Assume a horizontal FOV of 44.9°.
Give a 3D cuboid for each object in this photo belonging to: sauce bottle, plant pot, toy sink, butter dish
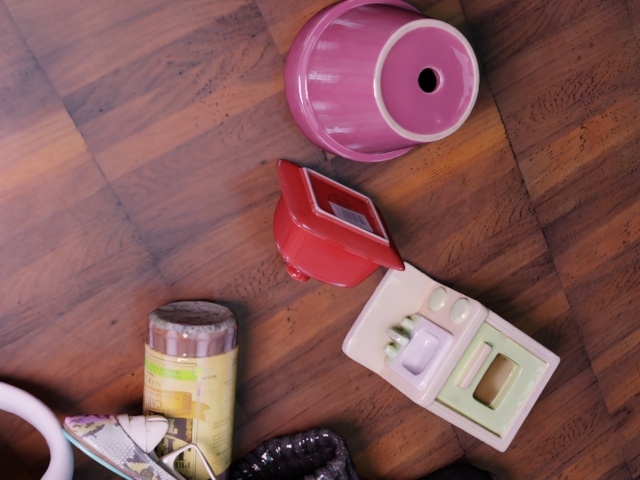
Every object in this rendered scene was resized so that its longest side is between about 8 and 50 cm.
[{"bbox_3d":[-0.158,0.250,0.927,0.112,0.111,0.344,-1,102,-22],"label":"sauce bottle"},{"bbox_3d":[0.080,-0.184,0.892,0.201,0.180,0.201,-5,103,-21],"label":"plant pot"},{"bbox_3d":[0.175,0.153,1.032,0.234,0.131,0.152,34,87,-24],"label":"toy sink"},{"bbox_3d":[0.000,0.000,0.935,0.160,0.160,0.118,24,115,-25],"label":"butter dish"}]

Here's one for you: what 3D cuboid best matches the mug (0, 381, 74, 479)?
[{"bbox_3d":[-0.401,0.300,0.748,0.328,0.276,0.374,22,52,12],"label":"mug"}]

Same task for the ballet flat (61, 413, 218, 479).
[{"bbox_3d":[-0.173,0.242,0.841,0.221,0.077,0.079,44,83,-10],"label":"ballet flat"}]

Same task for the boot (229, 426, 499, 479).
[{"bbox_3d":[0.070,0.340,1.030,0.348,0.131,0.260,-28,111,-14],"label":"boot"}]
